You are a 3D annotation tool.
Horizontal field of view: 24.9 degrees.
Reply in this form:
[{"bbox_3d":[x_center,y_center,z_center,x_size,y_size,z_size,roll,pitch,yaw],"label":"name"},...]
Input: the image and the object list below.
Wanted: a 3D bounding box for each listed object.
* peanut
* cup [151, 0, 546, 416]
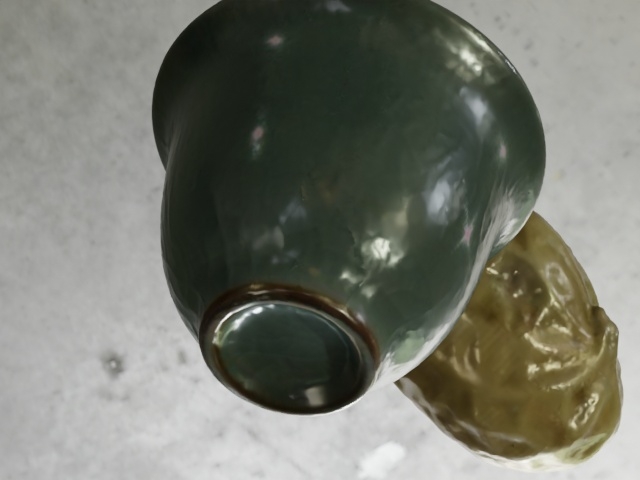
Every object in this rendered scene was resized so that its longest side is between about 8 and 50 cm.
[{"bbox_3d":[0.076,0.007,0.940,0.140,0.325,0.153,-26,171,-45],"label":"peanut"},{"bbox_3d":[0.000,0.000,0.672,0.199,0.150,0.199,7,133,8],"label":"cup"}]
